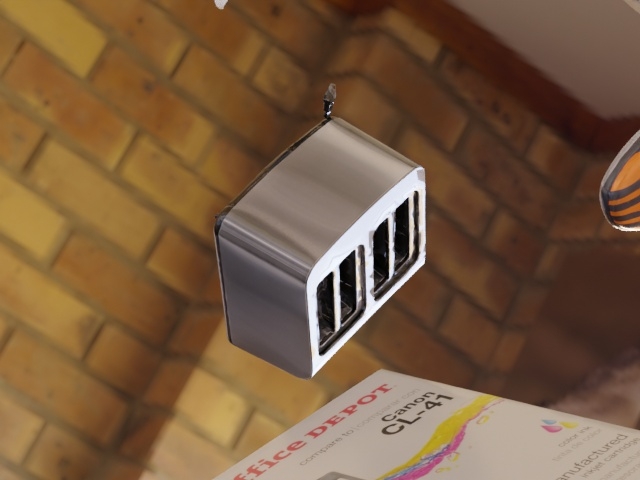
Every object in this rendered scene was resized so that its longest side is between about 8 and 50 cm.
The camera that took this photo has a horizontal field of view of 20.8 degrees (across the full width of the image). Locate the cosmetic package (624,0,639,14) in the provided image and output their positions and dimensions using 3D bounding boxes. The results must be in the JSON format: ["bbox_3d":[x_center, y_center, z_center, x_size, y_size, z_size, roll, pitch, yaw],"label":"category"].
[{"bbox_3d":[0.422,-0.416,2.039,0.097,0.284,0.377,56,3,-31],"label":"cosmetic package"}]

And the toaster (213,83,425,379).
[{"bbox_3d":[0.000,0.000,1.476,0.110,0.168,0.185,29,-35,26],"label":"toaster"}]

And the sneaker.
[{"bbox_3d":[0.484,-0.087,1.977,0.124,0.321,0.180,66,-7,-26],"label":"sneaker"}]

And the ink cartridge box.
[{"bbox_3d":[0.080,0.209,1.167,0.306,0.226,0.131,10,-57,49],"label":"ink cartridge box"}]

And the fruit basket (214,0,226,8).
[{"bbox_3d":[-0.073,-0.441,1.568,0.165,0.327,0.353,-5,-55,27],"label":"fruit basket"}]
